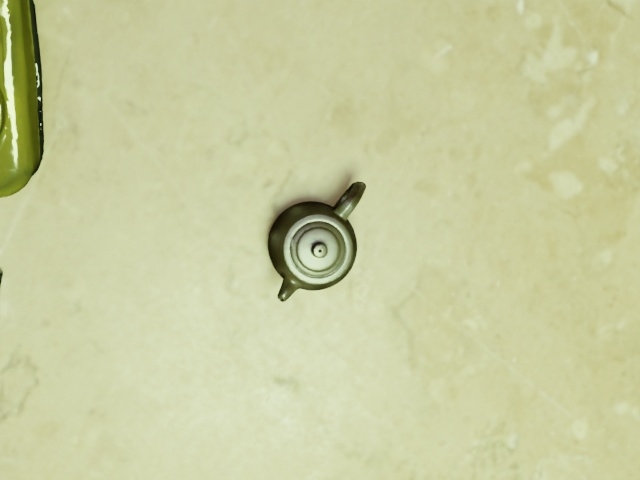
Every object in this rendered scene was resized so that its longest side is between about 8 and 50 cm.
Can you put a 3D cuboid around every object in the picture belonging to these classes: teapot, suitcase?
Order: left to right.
[{"bbox_3d":[-0.310,-0.138,0.900,0.193,0.143,0.235,-3,108,-7],"label":"suitcase"},{"bbox_3d":[0.000,0.000,1.009,0.076,0.068,0.121,38,89,-9],"label":"teapot"}]

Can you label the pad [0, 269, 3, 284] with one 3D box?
[{"bbox_3d":[-0.385,0.100,0.988,0.233,0.022,0.174,3,93,-10],"label":"pad"}]
